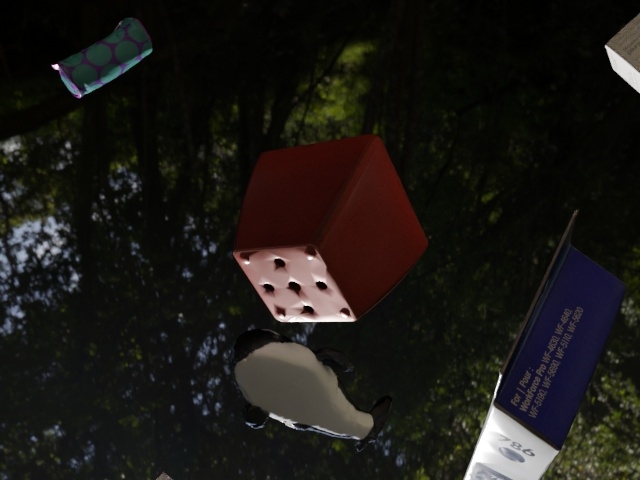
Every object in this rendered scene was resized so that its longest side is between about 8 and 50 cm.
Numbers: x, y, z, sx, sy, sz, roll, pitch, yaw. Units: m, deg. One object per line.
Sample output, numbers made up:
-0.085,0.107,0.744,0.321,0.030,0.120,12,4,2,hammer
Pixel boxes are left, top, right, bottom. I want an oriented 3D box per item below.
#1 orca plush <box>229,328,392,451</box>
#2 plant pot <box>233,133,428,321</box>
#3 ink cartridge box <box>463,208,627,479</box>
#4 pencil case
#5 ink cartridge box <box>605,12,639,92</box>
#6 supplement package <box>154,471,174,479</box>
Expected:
-0.015,0.171,0.935,0.287,0.151,0.102,23,-153,-35,orca plush
0.000,0.000,1.290,0.267,0.267,0.236,-5,-141,34,plant pot
0.190,0.139,0.637,0.065,0.333,0.165,24,-120,20,ink cartridge box
-0.349,-0.296,1.160,0.151,0.064,0.070,-38,-94,-16,pencil case
0.643,-0.287,1.175,0.198,0.114,0.273,-43,-119,14,ink cartridge box
-0.190,0.483,1.033,0.244,0.139,0.134,33,-151,11,supplement package
